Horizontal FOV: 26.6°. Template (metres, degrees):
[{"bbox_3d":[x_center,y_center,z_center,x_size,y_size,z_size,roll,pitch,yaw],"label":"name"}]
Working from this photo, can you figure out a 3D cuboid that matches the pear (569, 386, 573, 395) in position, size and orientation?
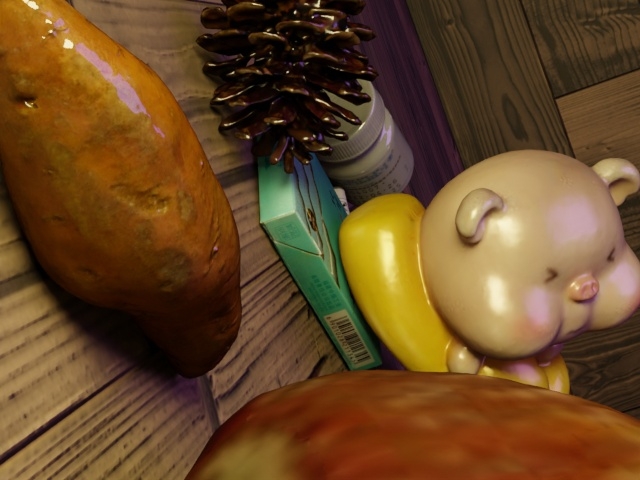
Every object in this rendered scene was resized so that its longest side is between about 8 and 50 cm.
[{"bbox_3d":[0.189,0.197,1.504,0.228,0.188,0.211,-96,175,-67],"label":"pear"}]

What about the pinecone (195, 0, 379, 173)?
[{"bbox_3d":[-0.027,-0.143,1.177,0.163,0.162,0.165,32,56,-71],"label":"pinecone"}]

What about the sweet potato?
[{"bbox_3d":[-0.107,-0.019,0.730,0.112,0.112,0.359,-97,166,-44],"label":"sweet potato"}]

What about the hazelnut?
[{"bbox_3d":[0.087,0.246,0.676,0.420,0.353,0.421,27,30,-17],"label":"hazelnut"}]

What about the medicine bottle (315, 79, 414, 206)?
[{"bbox_3d":[0.036,-0.113,1.512,0.168,0.105,0.105,51,24,-60],"label":"medicine bottle"}]

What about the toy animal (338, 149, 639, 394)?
[{"bbox_3d":[0.212,0.033,1.306,0.345,0.247,0.278,-9,68,-52],"label":"toy animal"}]

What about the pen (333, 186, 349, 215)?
[{"bbox_3d":[0.033,0.034,1.468,0.025,0.025,0.204,49,26,-60],"label":"pen"}]

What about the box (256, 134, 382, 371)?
[{"bbox_3d":[0.000,-0.001,1.323,0.162,0.041,0.229,-95,162,-47],"label":"box"}]
